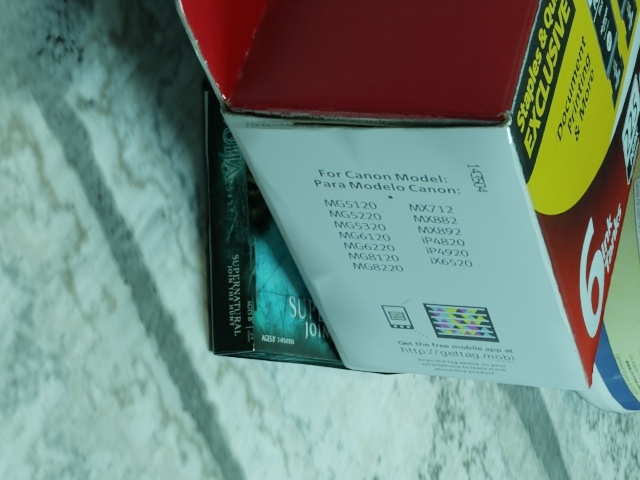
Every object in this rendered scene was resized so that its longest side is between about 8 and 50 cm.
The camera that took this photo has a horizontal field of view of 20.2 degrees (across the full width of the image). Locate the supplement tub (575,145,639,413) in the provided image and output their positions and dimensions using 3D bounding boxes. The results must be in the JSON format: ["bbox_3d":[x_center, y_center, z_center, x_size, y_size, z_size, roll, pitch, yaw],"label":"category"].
[{"bbox_3d":[0.323,-0.004,1.223,0.228,0.316,0.228,28,59,-60],"label":"supplement tub"}]

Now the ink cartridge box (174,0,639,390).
[{"bbox_3d":[0.072,-0.133,0.829,0.272,0.130,0.309,64,36,-51],"label":"ink cartridge box"}]

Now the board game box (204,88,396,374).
[{"bbox_3d":[0.000,0.000,0.898,0.186,0.026,0.126,13,72,-62],"label":"board game box"}]
